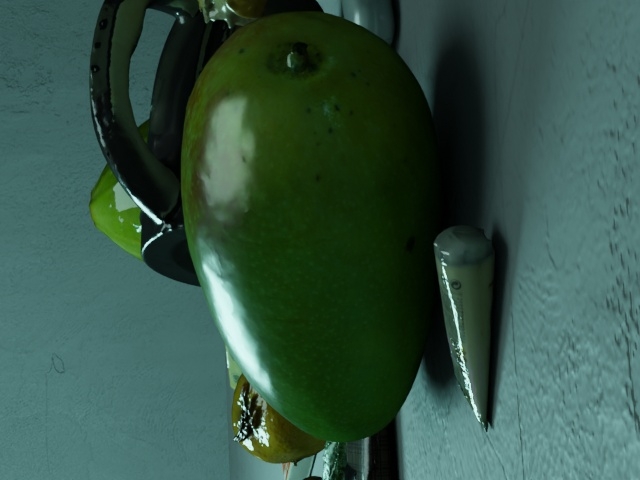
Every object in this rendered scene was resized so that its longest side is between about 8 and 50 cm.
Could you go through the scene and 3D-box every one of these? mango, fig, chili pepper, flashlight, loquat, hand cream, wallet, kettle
[{"bbox_3d":[0.000,0.000,0.969,0.225,0.201,0.382,-118,14,-52],"label":"mango"},{"bbox_3d":[-0.229,-0.080,2.075,0.316,0.316,0.316,178,90,-82],"label":"fig"},{"bbox_3d":[0.026,0.275,1.337,0.088,0.059,0.227,-123,36,-66],"label":"chili pepper"},{"bbox_3d":[0.038,-0.260,1.149,0.093,0.047,0.200,102,161,-65],"label":"flashlight"},{"bbox_3d":[-0.037,0.192,1.454,0.141,0.141,0.141,178,90,-82],"label":"loquat"},{"bbox_3d":[0.102,0.057,0.842,0.061,0.039,0.143,-119,18,-58],"label":"hand cream"},{"bbox_3d":[0.048,0.272,1.208,0.124,0.042,0.230,135,130,-75],"label":"wallet"},{"bbox_3d":[-0.102,-0.141,1.301,0.228,0.321,0.324,-22,60,46],"label":"kettle"}]

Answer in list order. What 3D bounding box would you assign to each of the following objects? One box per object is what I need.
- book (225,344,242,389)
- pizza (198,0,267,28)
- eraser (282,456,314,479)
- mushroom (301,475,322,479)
[{"bbox_3d":[-0.065,0.160,1.651,0.168,0.013,0.192,28,137,33],"label":"book"},{"bbox_3d":[-0.029,-0.441,1.273,0.406,0.130,0.440,-90,12,-76],"label":"pizza"},{"bbox_3d":[-0.041,0.227,1.811,0.157,0.038,0.230,101,164,-57],"label":"eraser"},{"bbox_3d":[-0.016,0.359,1.564,0.088,0.073,0.129,-31,59,46],"label":"mushroom"}]
